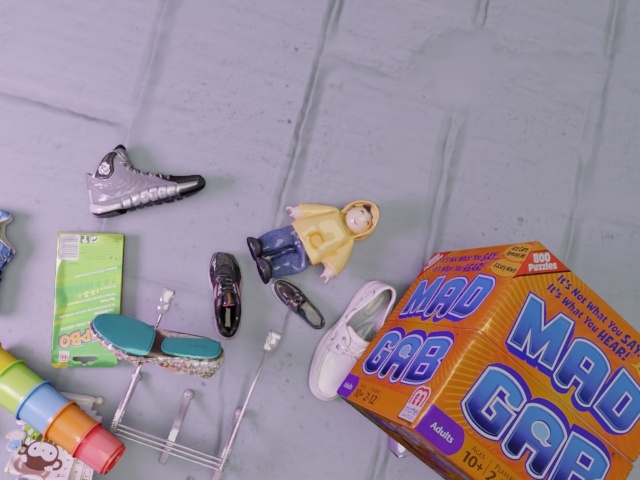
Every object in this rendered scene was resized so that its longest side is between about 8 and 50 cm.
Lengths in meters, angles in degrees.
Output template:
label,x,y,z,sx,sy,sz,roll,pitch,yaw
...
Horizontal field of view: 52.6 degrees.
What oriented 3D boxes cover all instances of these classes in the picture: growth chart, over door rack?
label,x,y,z,sx,sy,sz,roll,pitch,yaw
growth chart,-0.483,0.377,1.178,0.172,0.021,0.237,4,49,-17
over door rack,-0.240,0.271,1.239,0.240,0.108,0.324,22,95,-9

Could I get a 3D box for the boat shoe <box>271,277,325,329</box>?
label,x,y,z,sx,sy,sz,roll,pitch,yaw
boat shoe,-0.042,0.129,1.333,0.142,0.040,0.049,43,79,-6

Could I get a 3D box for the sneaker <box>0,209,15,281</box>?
label,x,y,z,sx,sy,sz,roll,pitch,yaw
sneaker,-0.617,0.039,1.202,0.081,0.080,0.211,-3,88,-9

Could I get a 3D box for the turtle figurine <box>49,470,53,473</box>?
label,x,y,z,sx,sy,sz,roll,pitch,yaw
turtle figurine,-0.563,0.552,1.168,0.198,0.274,0.266,35,58,15

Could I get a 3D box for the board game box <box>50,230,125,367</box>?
label,x,y,z,sx,sy,sz,roll,pitch,yaw
board game box,-0.449,0.115,1.254,0.124,0.039,0.259,2,83,-11

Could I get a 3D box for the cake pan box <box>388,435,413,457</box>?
label,x,y,z,sx,sy,sz,roll,pitch,yaw
cake pan box,0.261,0.319,1.370,0.267,0.070,0.245,-4,85,-12

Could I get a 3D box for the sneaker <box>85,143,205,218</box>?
label,x,y,z,sx,sy,sz,roll,pitch,yaw
sneaker,-0.349,-0.132,1.268,0.229,0.086,0.132,-15,87,-11

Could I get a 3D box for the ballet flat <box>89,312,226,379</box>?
label,x,y,z,sx,sy,sz,roll,pitch,yaw
ballet flat,-0.288,0.196,1.135,0.241,0.091,0.077,16,128,-3

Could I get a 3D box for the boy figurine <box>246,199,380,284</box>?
label,x,y,z,sx,sy,sz,roll,pitch,yaw
boy figurine,0.000,0.000,1.325,0.285,0.092,0.177,-20,79,-10

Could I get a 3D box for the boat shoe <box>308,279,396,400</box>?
label,x,y,z,sx,sy,sz,roll,pitch,yaw
boat shoe,0.066,0.202,1.322,0.098,0.096,0.277,31,81,-9

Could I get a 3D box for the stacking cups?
label,x,y,z,sx,sy,sz,roll,pitch,yaw
stacking cups,-0.498,0.309,1.160,0.316,0.096,0.096,35,80,8

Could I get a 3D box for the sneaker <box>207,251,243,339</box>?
label,x,y,z,sx,sy,sz,roll,pitch,yaw
sneaker,-0.182,0.109,1.288,0.072,0.077,0.178,-9,87,-13

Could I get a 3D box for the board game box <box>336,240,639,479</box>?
label,x,y,z,sx,sy,sz,roll,pitch,yaw
board game box,0.315,0.258,1.160,0.357,0.356,0.356,40,76,-11
